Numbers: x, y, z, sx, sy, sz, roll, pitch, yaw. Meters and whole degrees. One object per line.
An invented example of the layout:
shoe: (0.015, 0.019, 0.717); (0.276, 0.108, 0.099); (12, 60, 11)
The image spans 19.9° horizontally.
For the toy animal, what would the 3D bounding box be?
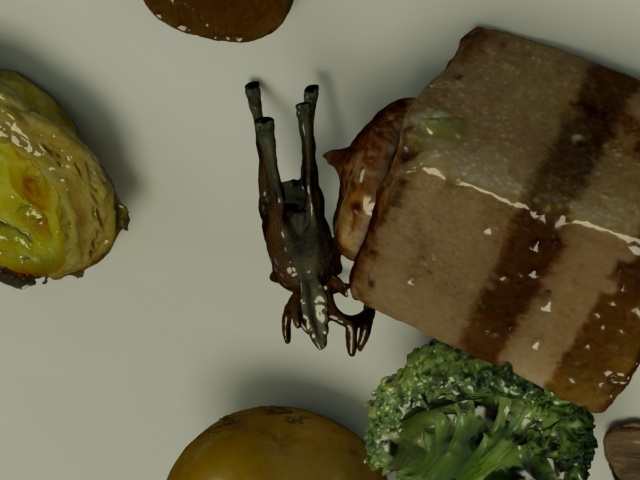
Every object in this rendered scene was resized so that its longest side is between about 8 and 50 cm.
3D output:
toy animal: (-0.019, 0.001, 1.498); (0.087, 0.243, 0.260); (-5, 108, 10)

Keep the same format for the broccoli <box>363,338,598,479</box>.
broccoli: (0.144, 0.173, 1.605); (0.198, 0.176, 0.226); (43, 171, -11)

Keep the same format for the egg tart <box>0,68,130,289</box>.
egg tart: (-0.299, -0.066, 1.641); (0.279, 0.095, 0.279); (14, 145, 10)

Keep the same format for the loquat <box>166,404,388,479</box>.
loquat: (-0.041, 0.274, 1.776); (0.235, 0.235, 0.235); (15, 140, 13)

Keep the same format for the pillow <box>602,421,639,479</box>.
pillow: (0.338, 0.246, 1.700); (0.135, 0.034, 0.211); (7, 136, 26)

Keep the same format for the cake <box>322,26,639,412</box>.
cake: (0.144, -0.036, 1.368); (0.293, 0.196, 0.199); (25, 140, 8)

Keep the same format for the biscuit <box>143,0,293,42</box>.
biscuit: (-0.089, -0.267, 1.340); (0.208, 0.041, 0.290); (13, 138, 14)
